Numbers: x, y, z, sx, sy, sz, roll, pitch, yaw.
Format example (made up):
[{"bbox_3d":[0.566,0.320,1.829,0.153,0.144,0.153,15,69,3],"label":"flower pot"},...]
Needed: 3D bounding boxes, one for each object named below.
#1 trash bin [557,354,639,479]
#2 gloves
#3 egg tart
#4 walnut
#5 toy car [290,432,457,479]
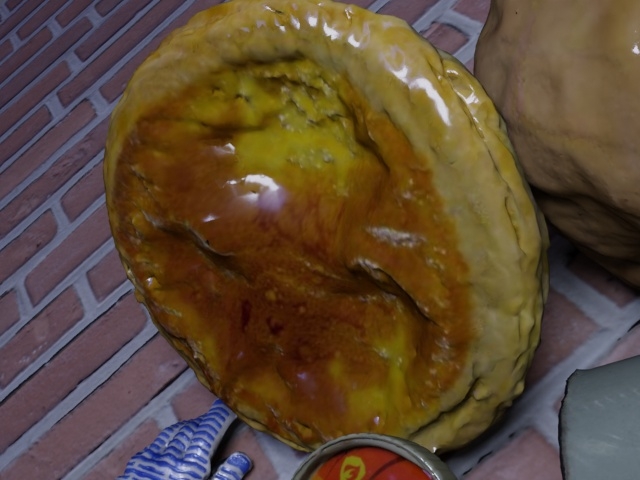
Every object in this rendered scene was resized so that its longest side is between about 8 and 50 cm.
[{"bbox_3d":[0.365,0.129,0.320,0.431,0.280,0.281,-22,49,30],"label":"trash bin"},{"bbox_3d":[-0.154,0.263,0.714,0.119,0.097,0.229,27,68,11],"label":"gloves"},{"bbox_3d":[0.000,0.000,0.634,0.442,0.444,0.178,0,24,33],"label":"egg tart"},{"bbox_3d":[0.300,-0.119,0.510,0.383,0.383,0.384,-17,51,22],"label":"walnut"},{"bbox_3d":[0.036,0.259,0.521,0.235,0.145,0.235,-11,66,25],"label":"toy car"}]
